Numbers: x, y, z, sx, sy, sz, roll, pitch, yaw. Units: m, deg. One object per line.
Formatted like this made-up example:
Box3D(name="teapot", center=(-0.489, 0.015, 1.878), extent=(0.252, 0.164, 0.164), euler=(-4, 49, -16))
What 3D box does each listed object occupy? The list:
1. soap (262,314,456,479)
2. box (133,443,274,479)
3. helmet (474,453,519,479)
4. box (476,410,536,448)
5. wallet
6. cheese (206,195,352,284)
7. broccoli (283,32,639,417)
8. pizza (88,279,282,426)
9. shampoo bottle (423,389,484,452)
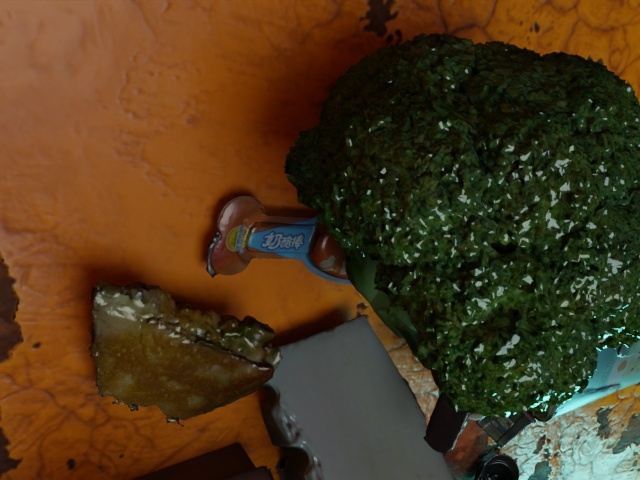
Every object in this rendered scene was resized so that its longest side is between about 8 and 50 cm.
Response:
Box3D(name="soap", center=(0.014, 0.239, 0.979), extent=(0.159, 0.258, 0.302), euler=(-28, 172, -19))
Box3D(name="box", center=(-0.159, 0.356, 0.900), extent=(0.215, 0.086, 0.215), euler=(-13, 123, -27))
Box3D(name="helmet", center=(0.260, 0.361, 1.206), extent=(0.065, 0.049, 0.084), euler=(25, 73, -6))
Box3D(name="box", center=(0.252, 0.242, 1.107), extent=(0.063, 0.060, 0.084), euler=(-47, 173, 6))
Box3D(name="wallet", center=(0.427, 0.162, 1.187), extent=(0.250, 0.075, 0.176), euler=(-12, 125, -29))
Box3D(name="cheese", center=(0.000, 0.000, 0.835), extent=(0.256, 0.037, 0.106), euler=(1, 113, -35))
Box3D(name="broccoli", center=(0.148, -0.032, 0.727), extent=(0.310, 0.413, 0.321), euler=(-12, 122, 23))
Box3D(name="pizza", center=(-0.149, 0.103, 0.781), extent=(0.226, 0.069, 0.147), euler=(26, 123, -35))
Box3D(name="shampoo bottle", center=(0.183, 0.156, 0.938), extent=(0.284, 0.071, 0.153), euler=(-13, 128, -66))
